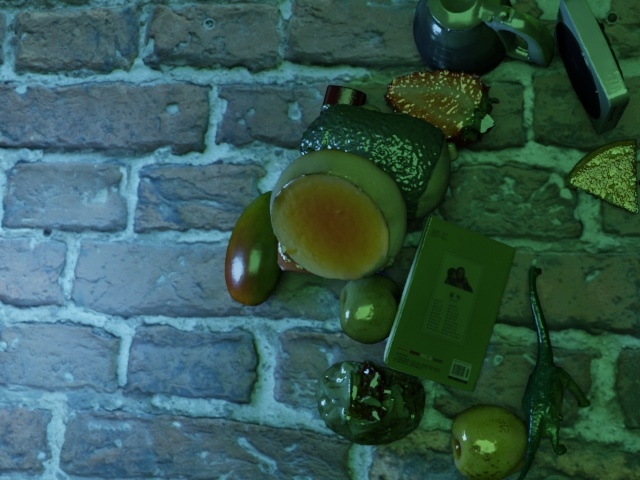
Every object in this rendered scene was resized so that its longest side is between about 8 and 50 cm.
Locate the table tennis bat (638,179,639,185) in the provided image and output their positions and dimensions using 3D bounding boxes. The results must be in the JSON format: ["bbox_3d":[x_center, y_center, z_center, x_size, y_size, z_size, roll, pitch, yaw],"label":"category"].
[{"bbox_3d":[0.826,-0.185,1.859,0.234,0.022,0.131,-30,79,5],"label":"table tennis bat"}]

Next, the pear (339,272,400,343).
[{"bbox_3d":[0.112,0.158,1.892,0.136,0.167,0.167,13,86,-9],"label":"pear"}]

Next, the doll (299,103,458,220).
[{"bbox_3d":[0.130,-0.194,1.872,0.349,0.247,0.247,19,87,9],"label":"doll"}]

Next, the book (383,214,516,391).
[{"bbox_3d":[0.295,0.147,1.865,0.239,0.035,0.352,20,83,-16],"label":"book"}]

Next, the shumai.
[{"bbox_3d":[0.104,0.365,1.848,0.255,0.218,0.189,5,79,9],"label":"shumai"}]

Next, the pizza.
[{"bbox_3d":[0.674,-0.140,1.876,0.184,0.036,0.176,-43,79,2],"label":"pizza"}]

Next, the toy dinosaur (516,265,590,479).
[{"bbox_3d":[0.462,0.288,1.778,0.087,0.447,0.301,-17,111,44],"label":"toy dinosaur"}]

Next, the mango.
[{"bbox_3d":[-0.152,0.014,1.986,0.146,0.129,0.289,-6,68,42],"label":"mango"}]

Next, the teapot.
[{"bbox_3d":[0.349,-0.481,1.882,0.239,0.239,0.322,-37,79,7],"label":"teapot"}]

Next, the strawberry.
[{"bbox_3d":[0.295,-0.308,1.943,0.286,0.106,0.188,24,90,27],"label":"strawberry"}]

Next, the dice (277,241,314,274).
[{"bbox_3d":[0.000,0.000,1.931,0.174,0.179,0.174,7,84,8],"label":"dice"}]

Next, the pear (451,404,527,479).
[{"bbox_3d":[0.373,0.444,1.813,0.177,0.178,0.178,-1,83,12],"label":"pear"}]

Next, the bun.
[{"bbox_3d":[0.049,-0.065,1.739,0.298,0.165,0.299,14,131,17],"label":"bun"}]

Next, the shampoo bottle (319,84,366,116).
[{"bbox_3d":[0.033,-0.242,2.007,0.102,0.064,0.260,13,86,10],"label":"shampoo bottle"}]

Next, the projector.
[{"bbox_3d":[0.596,-0.385,1.808,0.079,0.257,0.259,-22,80,10],"label":"projector"}]
